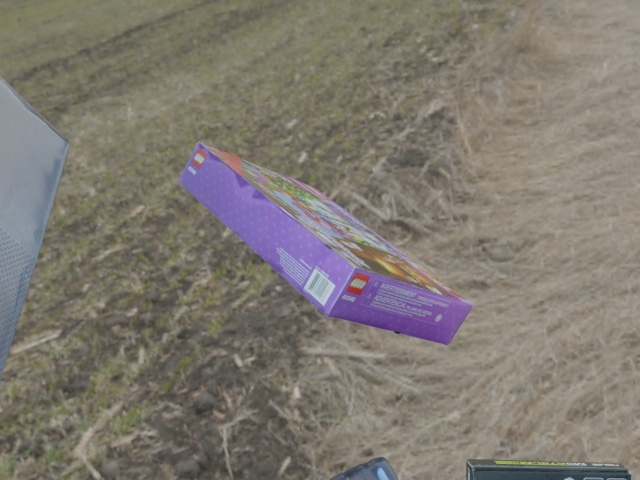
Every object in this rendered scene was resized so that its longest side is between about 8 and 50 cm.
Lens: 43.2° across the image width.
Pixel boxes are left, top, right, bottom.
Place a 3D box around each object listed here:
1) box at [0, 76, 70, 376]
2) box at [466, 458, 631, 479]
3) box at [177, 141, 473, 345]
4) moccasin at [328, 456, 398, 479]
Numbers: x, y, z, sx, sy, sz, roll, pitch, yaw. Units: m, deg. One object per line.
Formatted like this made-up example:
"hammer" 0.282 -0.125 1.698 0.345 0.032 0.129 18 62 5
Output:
"box" -0.229 -0.043 0.415 0.059 0.183 0.232 -31 33 16
"box" 0.259 0.352 0.931 0.184 0.190 0.045 3 -2 -4
"box" 0.000 0.000 0.875 0.201 0.057 0.293 19 14 -46
"moccasin" 0.108 0.257 0.477 0.117 0.137 0.342 -39 58 -17
